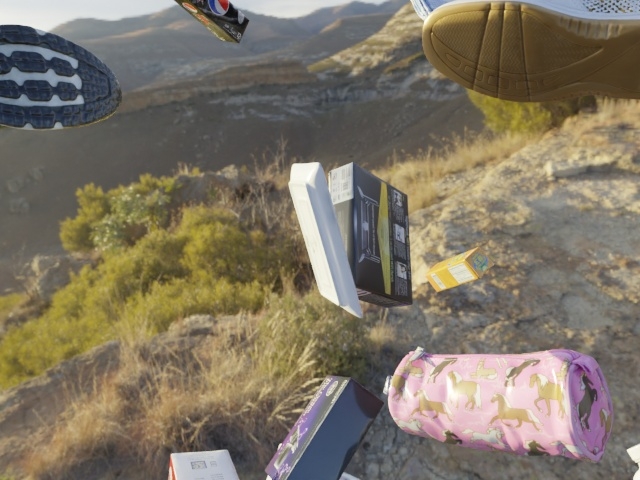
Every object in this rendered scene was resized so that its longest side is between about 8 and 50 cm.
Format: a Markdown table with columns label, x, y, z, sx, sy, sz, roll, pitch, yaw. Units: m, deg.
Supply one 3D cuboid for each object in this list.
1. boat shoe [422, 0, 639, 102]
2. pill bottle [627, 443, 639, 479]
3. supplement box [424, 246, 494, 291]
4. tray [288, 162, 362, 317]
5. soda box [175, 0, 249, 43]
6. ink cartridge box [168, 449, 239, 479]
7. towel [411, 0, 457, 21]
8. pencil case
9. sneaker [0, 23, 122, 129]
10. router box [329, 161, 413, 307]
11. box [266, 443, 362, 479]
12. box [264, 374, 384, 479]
| label | x | y | z | sx | sy | sz | roll | pitch | yaw |
| --- | --- | --- | --- | --- | --- | --- | --- | --- | --- |
| boat shoe | 0.240 | -0.194 | 0.474 | 0.277 | 0.098 | 0.096 | 15 | 54 | 23 |
| pill bottle | 0.742 | 0.532 | 0.999 | 0.146 | 0.146 | 0.264 | -12 | 59 | -18 |
| supplement box | 0.423 | 0.092 | 1.541 | 0.078 | 0.080 | 0.233 | -37 | 1 | -25 |
| tray | 0.000 | 0.000 | 0.866 | 0.030 | 0.270 | 0.145 | -20 | 14 | -16 |
| soda box | -0.213 | -0.443 | 0.940 | 0.060 | 0.053 | 0.169 | 23 | 0 | 34 |
| ink cartridge box | -0.231 | 0.621 | 0.968 | 0.130 | 0.309 | 0.272 | 6 | 4 | -23 |
| towel | 0.278 | -0.399 | 0.939 | 0.210 | 0.034 | 0.284 | 8 | 45 | -18 |
| pencil case | 0.300 | 0.279 | 0.885 | 0.386 | 0.167 | 0.160 | -14 | 32 | 49 |
| sneaker | -0.526 | -0.232 | 0.788 | 0.411 | 0.157 | 0.182 | -3 | 2 | -12 |
| router box | 0.126 | -0.005 | 1.234 | 0.081 | 0.308 | 0.243 | -16 | -26 | 39 |
| box | -0.006 | 0.699 | 1.284 | 0.058 | 0.322 | 0.232 | -33 | 29 | 54 |
| box | 0.005 | 0.435 | 1.102 | 0.261 | 0.103 | 0.184 | -54 | 7 | -20 |
